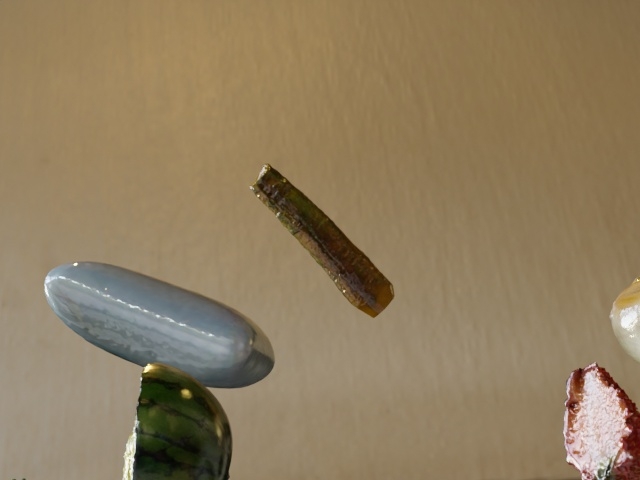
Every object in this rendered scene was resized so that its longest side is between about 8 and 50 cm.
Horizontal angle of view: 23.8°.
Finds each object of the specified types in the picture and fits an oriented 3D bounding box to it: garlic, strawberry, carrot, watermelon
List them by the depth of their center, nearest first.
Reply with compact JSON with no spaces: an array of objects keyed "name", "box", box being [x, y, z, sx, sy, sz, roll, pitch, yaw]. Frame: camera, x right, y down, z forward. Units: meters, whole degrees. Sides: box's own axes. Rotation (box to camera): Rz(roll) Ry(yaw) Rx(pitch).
[{"name":"watermelon","box":[-0.082,0.125,0.877,0.062,0.105,0.105,8,-41,-3]},{"name":"carrot","box":[0.000,0.000,1.374,0.171,0.042,0.042,46,-55,-7]},{"name":"strawberry","box":[0.301,0.198,1.596,0.048,0.152,0.104,22,-41,-30]},{"name":"garlic","box":[0.421,0.067,1.706,0.145,0.164,0.245,24,-28,-13]}]

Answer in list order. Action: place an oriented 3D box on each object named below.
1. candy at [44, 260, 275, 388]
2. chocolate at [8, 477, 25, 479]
[{"name":"candy","box":[-0.127,0.069,1.218,0.174,0.071,0.138,19,-8,11]},{"name":"chocolate","box":[-0.355,0.371,1.676,0.110,0.110,0.291,12,-37,-17]}]
